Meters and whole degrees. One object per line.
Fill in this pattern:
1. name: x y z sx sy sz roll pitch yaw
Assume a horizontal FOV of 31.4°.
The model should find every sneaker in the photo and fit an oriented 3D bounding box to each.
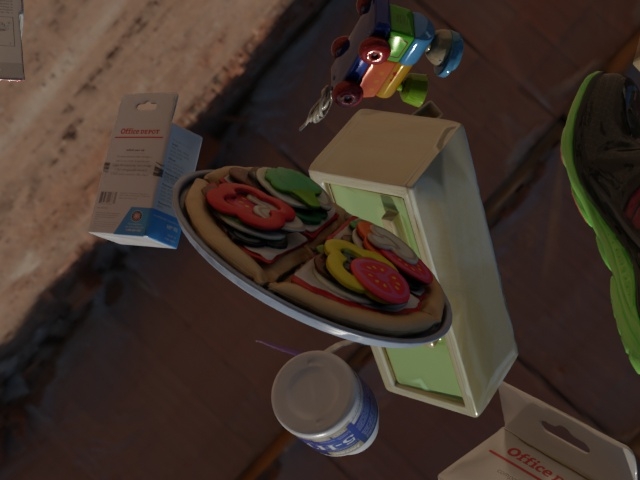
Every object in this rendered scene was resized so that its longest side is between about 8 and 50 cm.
1. sneaker: 0.448 -0.025 1.435 0.202 0.483 0.185 -31 143 27

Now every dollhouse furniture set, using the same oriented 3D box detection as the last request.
1. dollhouse furniture set: 0.130 -0.198 1.772 0.114 0.091 0.081 -38 171 -13

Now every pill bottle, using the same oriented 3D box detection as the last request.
1. pill bottle: 0.015 0.220 1.482 0.112 0.112 0.187 -45 153 -4

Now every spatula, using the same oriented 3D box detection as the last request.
1. spatula: 0.041 0.162 1.735 0.296 0.084 0.030 -2 100 -37

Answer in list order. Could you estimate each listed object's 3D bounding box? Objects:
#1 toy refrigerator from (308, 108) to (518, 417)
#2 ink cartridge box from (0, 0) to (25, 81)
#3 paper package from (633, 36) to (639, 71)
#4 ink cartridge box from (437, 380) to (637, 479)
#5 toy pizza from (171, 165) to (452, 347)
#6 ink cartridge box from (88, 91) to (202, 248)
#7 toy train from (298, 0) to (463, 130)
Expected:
1. toy refrigerator: 0.084 0.027 0.978 0.094 0.102 0.269 -50 137 -33
2. ink cartridge box: -0.463 -0.231 1.187 0.296 0.261 0.066 1 136 -18
3. paper package: 0.477 -0.179 0.931 0.325 0.309 0.168 -20 -137 45
4. ink cartridge box: 0.250 0.356 1.286 0.119 0.207 0.353 -29 124 -28
5. toy pizza: 0.000 0.000 0.740 0.032 0.201 0.201 -63 166 20
6. ink cartridge box: -0.209 -0.085 1.389 0.060 0.104 0.180 25 74 -50
7. toy train: 0.081 -0.215 1.558 0.248 0.143 0.105 124 -27 -49
